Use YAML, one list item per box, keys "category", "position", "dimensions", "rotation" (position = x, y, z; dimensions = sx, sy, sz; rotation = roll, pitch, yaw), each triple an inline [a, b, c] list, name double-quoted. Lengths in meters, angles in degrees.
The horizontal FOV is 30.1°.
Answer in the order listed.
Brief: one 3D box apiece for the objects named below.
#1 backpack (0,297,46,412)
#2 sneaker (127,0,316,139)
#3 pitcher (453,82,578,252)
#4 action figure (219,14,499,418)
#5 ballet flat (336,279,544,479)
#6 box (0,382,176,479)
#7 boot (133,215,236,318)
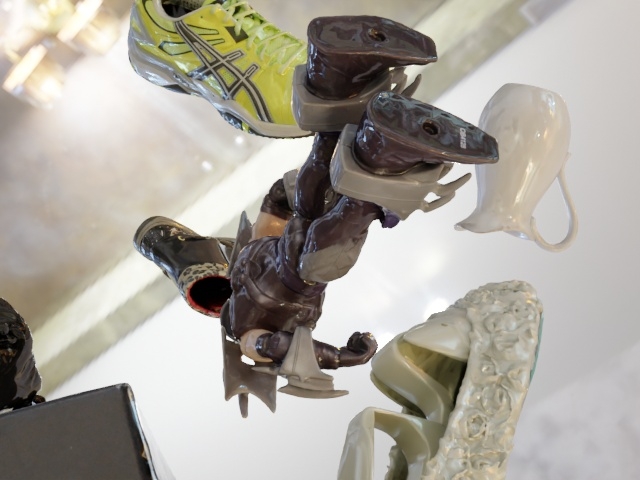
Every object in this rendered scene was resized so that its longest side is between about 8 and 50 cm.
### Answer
- category: "backpack"
  position: [-0.397, 0.153, 1.264]
  dimensions: [0.182, 0.152, 0.115]
  rotation: [-34, -131, -29]
- category: "sneaker"
  position: [-0.111, -0.255, 1.625]
  dimensions: [0.384, 0.147, 0.145]
  rotation: [21, -134, 20]
- category: "pitcher"
  position: [0.285, -0.095, 1.608]
  dimensions: [0.125, 0.177, 0.207]
  rotation: [-167, -89, -69]
- category: "action figure"
  position: [0.000, 0.000, 0.752]
  dimensions: [0.285, 0.099, 0.185]
  rotation: [120, -32, -47]
- category: "ballet flat"
  position: [0.094, 0.151, 0.975]
  dimensions: [0.147, 0.147, 0.409]
  rotation: [-28, -154, 34]
- category: "box"
  position: [-0.349, 0.377, 1.106]
  dimensions: [0.480, 0.472, 0.297]
  rotation: [-15, -108, -8]
- category: "boot"
  position: [-0.129, 0.057, 1.629]
  dimensions: [0.085, 0.236, 0.178]
  rotation: [-60, -143, 10]
